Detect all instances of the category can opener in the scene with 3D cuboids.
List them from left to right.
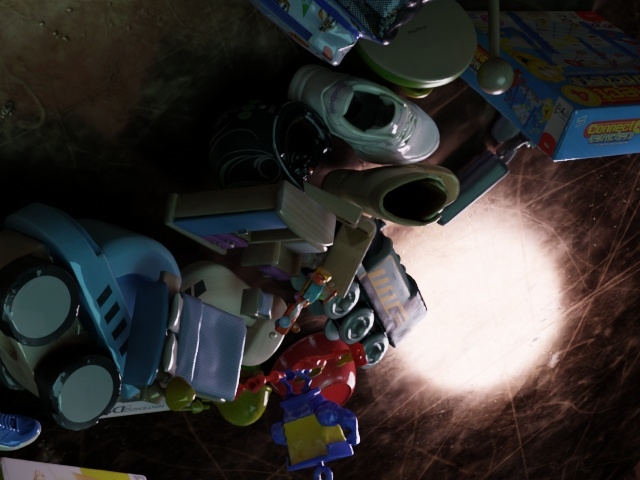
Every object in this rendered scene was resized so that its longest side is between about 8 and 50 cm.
[{"bbox_3d":[0.297,-0.143,1.645,0.093,0.074,0.280,43,98,-14],"label":"can opener"}]

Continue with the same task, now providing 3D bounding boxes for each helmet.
[{"bbox_3d":[-0.081,-0.124,1.316,0.161,0.170,0.169,-8,159,40],"label":"helmet"}]

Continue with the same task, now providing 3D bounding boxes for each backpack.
[{"bbox_3d":[-0.001,-0.351,1.090,0.213,0.276,0.263,-42,105,4],"label":"backpack"}]

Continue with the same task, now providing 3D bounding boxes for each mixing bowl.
[{"bbox_3d":[0.000,0.277,1.797,0.181,0.098,0.181,-18,136,-19],"label":"mixing bowl"}]

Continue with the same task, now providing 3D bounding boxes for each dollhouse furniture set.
[{"bbox_3d":[-0.090,0.107,1.275,0.198,0.304,0.286,-4,159,31],"label":"dollhouse furniture set"},{"bbox_3d":[0.000,0.000,1.444,0.151,0.144,0.123,87,29,-81],"label":"dollhouse furniture set"}]

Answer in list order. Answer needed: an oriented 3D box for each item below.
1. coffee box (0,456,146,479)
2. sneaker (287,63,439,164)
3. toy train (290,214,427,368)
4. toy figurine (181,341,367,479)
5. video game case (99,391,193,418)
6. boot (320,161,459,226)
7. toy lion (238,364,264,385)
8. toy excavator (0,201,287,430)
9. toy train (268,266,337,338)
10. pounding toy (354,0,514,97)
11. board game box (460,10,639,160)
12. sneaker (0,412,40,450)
[{"bbox_3d":[-0.482,0.639,1.616,0.334,0.338,0.338,25,112,-45],"label":"coffee box"},{"bbox_3d":[0.092,-0.173,1.390,0.305,0.152,0.114,14,98,-43],"label":"sneaker"},{"bbox_3d":[0.077,0.092,1.659,0.190,0.142,0.334,-43,139,-12],"label":"toy train"},{"bbox_3d":[-0.057,0.336,1.589,0.362,0.217,0.191,-27,167,34],"label":"toy figurine"},{"bbox_3d":[-0.300,0.195,1.558,0.248,0.035,0.275,0,128,-35],"label":"video game case"},{"bbox_3d":[0.158,-0.077,1.484,0.261,0.203,0.095,0,98,-28],"label":"boot"},{"bbox_3d":[-0.162,0.263,1.724,0.096,0.034,0.100,-44,139,20],"label":"toy lion"},{"bbox_3d":[-0.262,0.092,1.351,0.445,0.222,0.433,-37,125,-31],"label":"toy excavator"},{"bbox_3d":[-0.023,0.105,1.430,0.125,0.046,0.166,-58,-175,-17],"label":"toy train"},{"bbox_3d":[0.150,-0.273,1.336,0.236,0.183,0.110,1,152,-12],"label":"pounding toy"},{"bbox_3d":[0.398,-0.252,1.421,0.308,0.302,0.086,-8,132,-29],"label":"board game box"},{"bbox_3d":[-0.525,0.295,1.478,0.152,0.058,0.085,5,134,-30],"label":"sneaker"}]
